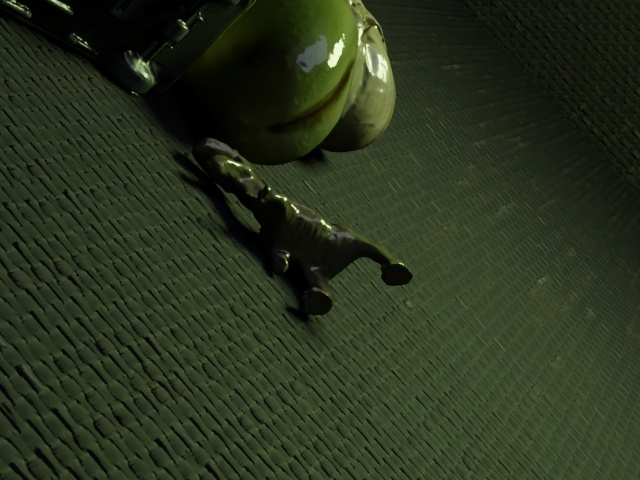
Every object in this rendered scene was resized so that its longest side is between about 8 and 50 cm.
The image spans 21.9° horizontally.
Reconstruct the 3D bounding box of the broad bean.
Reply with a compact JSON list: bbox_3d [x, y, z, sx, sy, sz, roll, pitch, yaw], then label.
[{"bbox_3d":[-0.060,-0.197,1.590,0.121,0.189,0.263,83,-17,-54],"label":"broad bean"}]

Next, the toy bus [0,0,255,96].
[{"bbox_3d":[-0.207,-0.253,1.394,0.330,0.144,0.152,27,25,-53],"label":"toy bus"}]

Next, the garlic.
[{"bbox_3d":[-0.008,-0.198,1.761,0.228,0.152,0.228,41,11,-10],"label":"garlic"}]

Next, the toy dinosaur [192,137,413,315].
[{"bbox_3d":[0.002,-0.004,1.475,0.251,0.072,0.200,18,21,-42],"label":"toy dinosaur"}]
